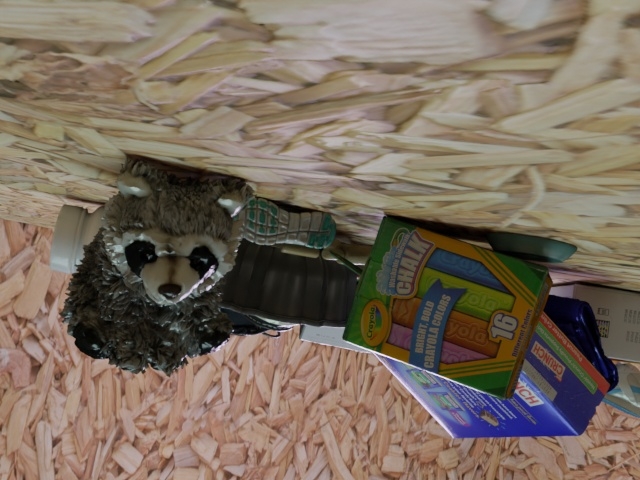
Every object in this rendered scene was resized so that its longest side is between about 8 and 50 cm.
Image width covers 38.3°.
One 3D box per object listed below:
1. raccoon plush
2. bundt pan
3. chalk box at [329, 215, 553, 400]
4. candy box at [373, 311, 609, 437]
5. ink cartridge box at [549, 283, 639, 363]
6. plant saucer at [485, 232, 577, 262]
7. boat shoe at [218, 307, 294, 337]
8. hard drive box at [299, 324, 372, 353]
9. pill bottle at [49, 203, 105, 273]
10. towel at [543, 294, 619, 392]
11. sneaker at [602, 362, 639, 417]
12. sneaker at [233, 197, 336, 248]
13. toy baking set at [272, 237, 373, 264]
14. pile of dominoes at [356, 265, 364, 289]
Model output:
[{"bbox_3d":[-0.246,-0.037,1.247,0.216,0.299,0.446,-4,-144,-31],"label":"raccoon plush"},{"bbox_3d":[-0.087,0.046,1.579,0.330,0.124,0.331,12,-174,-1],"label":"bundt pan"},{"bbox_3d":[0.145,0.083,1.248,0.288,0.179,0.180,18,178,18],"label":"chalk box"},{"bbox_3d":[0.266,0.203,1.540,0.268,0.122,0.317,47,151,-15],"label":"candy box"},{"bbox_3d":[0.573,0.170,1.790,0.271,0.130,0.309,8,175,0],"label":"ink cartridge box"},{"bbox_3d":[0.272,0.012,1.201,0.119,0.021,0.119,10,175,1],"label":"plant saucer"},{"bbox_3d":[-0.154,0.130,1.932,0.186,0.156,0.500,13,-178,-23],"label":"boat shoe"},{"bbox_3d":[0.067,0.125,1.896,0.181,0.089,0.232,11,141,-7],"label":"hard drive box"},{"bbox_3d":[-0.385,0.020,1.849,0.283,0.161,0.160,11,175,-8],"label":"pill bottle"},{"bbox_3d":[0.345,0.168,1.608,0.308,0.076,0.228,11,144,43],"label":"towel"},{"bbox_3d":[0.599,0.288,1.909,0.228,0.092,0.087,27,175,-7],"label":"sneaker"},{"bbox_3d":[-0.065,-0.022,1.296,0.166,0.065,0.076,14,178,-24],"label":"sneaker"},{"bbox_3d":[0.004,0.002,1.440,0.196,0.030,0.256,19,-171,39],"label":"toy baking set"},{"bbox_3d":[0.143,0.101,1.733,0.251,0.040,0.196,26,145,-24],"label":"pile of dominoes"}]
